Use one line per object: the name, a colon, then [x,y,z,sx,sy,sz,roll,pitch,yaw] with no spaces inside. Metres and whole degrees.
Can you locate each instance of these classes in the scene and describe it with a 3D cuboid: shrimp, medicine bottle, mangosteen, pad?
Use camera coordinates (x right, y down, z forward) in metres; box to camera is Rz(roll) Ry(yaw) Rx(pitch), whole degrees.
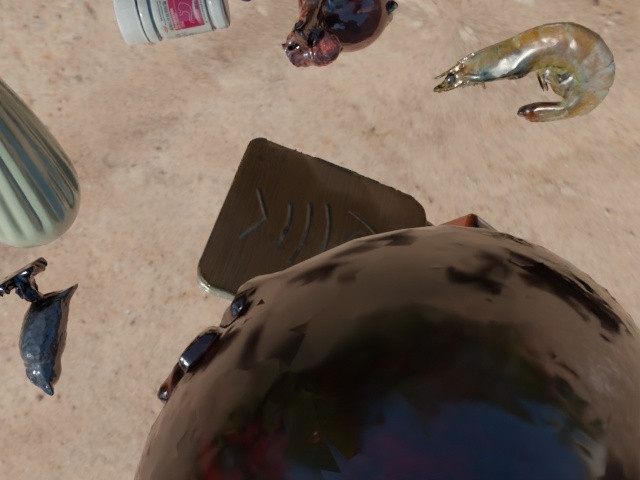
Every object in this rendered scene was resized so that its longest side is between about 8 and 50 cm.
shrimp: [0.271,-0.213,1.270,0.251,0.052,0.143,-4,127,38]
medicine bottle: [-0.129,-0.205,0.822,0.091,0.058,0.058,-10,102,4]
mangosteen: [0.073,0.158,0.492,0.347,0.307,0.307,37,106,11]
pad: [0.000,0.000,1.287,0.284,0.286,0.018,21,141,-5]

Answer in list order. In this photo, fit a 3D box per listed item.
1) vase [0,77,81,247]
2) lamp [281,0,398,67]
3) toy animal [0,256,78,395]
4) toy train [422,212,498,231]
vase: [-0.346,-0.092,1.032,0.128,0.248,0.128,-2,60,3]
lamp: [0.022,-0.368,1.518,0.223,0.151,0.215,2,81,-33]
toy animal: [-0.425,0.134,1.493,0.117,0.121,0.210,-18,99,-14]
toy train: [0.222,0.089,1.386,0.369,0.232,0.163,35,64,-17]
